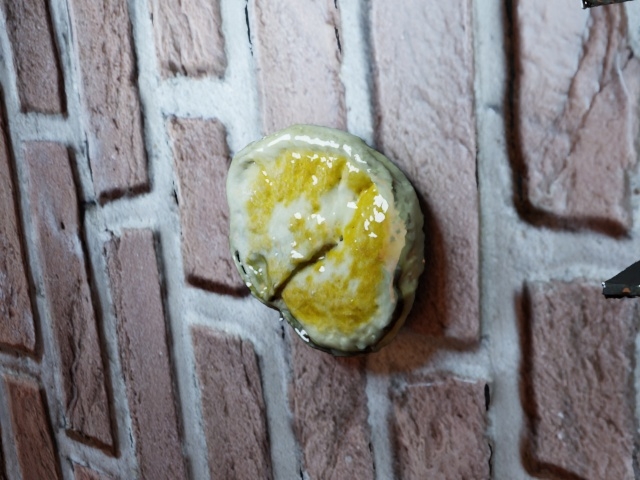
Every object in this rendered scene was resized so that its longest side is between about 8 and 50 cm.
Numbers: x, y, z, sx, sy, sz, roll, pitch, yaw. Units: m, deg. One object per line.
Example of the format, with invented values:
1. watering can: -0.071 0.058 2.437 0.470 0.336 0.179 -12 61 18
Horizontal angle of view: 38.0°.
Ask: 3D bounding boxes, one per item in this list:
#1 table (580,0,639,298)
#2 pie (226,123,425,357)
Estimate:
1. table: 0.369 -0.102 0.768 0.196 0.282 0.251 3 106 40
2. pie: 0.000 0.000 1.255 0.339 0.077 0.339 14 111 40
